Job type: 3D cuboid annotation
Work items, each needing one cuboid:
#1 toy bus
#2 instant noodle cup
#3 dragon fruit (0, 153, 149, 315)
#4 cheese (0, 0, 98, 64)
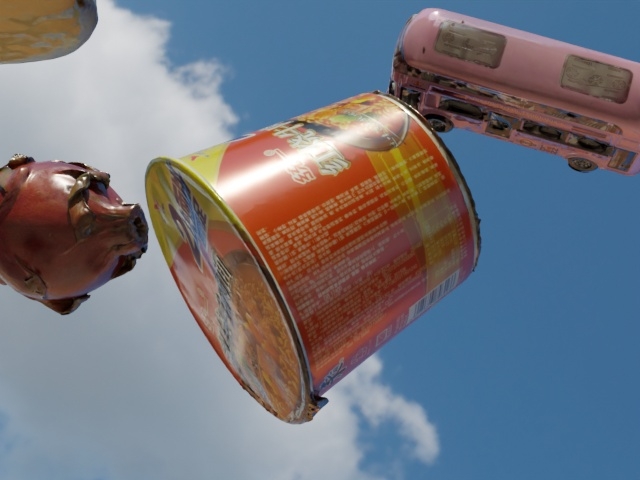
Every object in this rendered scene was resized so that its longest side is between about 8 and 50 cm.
[{"bbox_3d":[0.151,-0.109,0.791,0.203,0.063,0.090,16,-21,7],"label":"toy bus"},{"bbox_3d":[0.000,0.000,0.777,0.213,0.174,0.213,47,-26,32],"label":"instant noodle cup"},{"bbox_3d":[-0.421,-0.012,1.701,0.315,0.250,0.250,19,-59,10],"label":"dragon fruit"},{"bbox_3d":[-0.332,-0.205,0.582,0.384,0.384,0.104,-16,-111,36],"label":"cheese"}]
